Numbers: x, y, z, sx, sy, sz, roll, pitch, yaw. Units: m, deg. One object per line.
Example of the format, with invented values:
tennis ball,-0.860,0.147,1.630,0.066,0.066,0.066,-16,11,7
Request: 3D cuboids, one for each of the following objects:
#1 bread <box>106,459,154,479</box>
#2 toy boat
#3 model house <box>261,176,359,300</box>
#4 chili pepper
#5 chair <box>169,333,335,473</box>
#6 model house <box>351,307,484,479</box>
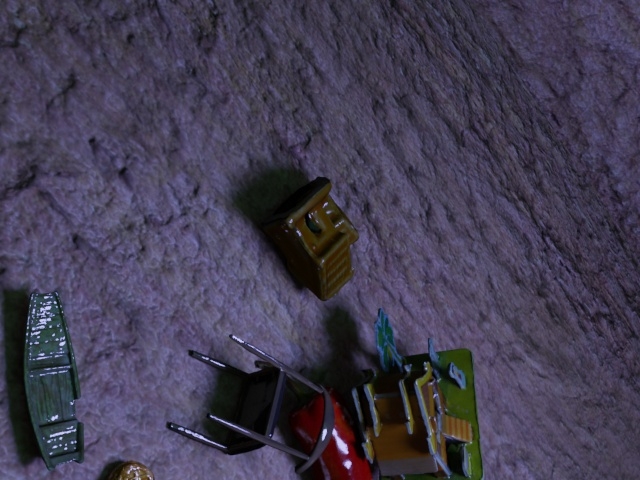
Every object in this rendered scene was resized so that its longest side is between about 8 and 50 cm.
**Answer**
bread,-0.336,0.437,1.274,0.083,0.044,0.110,38,54,-26
toy boat,-0.453,0.232,1.234,0.093,0.055,0.293,-1,76,-43
model house,0.009,-0.007,1.677,0.268,0.173,0.239,-43,104,-41
chili pepper,0.005,0.383,1.551,0.134,0.131,0.338,-22,91,-42
chair,-0.126,0.325,1.428,0.272,0.166,0.188,30,55,-26
model house,0.203,0.316,1.589,0.313,0.242,0.357,62,27,-48
